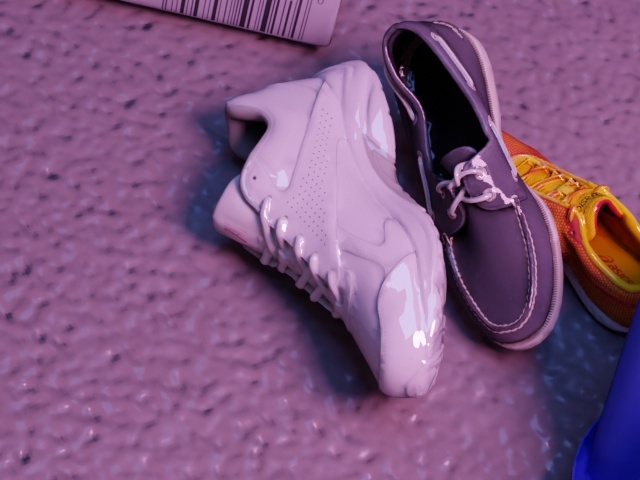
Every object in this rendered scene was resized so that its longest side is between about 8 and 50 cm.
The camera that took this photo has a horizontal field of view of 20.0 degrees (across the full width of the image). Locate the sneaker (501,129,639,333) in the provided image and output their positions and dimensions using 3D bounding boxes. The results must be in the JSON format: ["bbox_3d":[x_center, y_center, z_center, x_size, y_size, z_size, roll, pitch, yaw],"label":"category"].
[{"bbox_3d":[0.144,-0.022,1.077,0.175,0.067,0.064,39,58,17],"label":"sneaker"}]

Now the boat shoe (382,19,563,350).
[{"bbox_3d":[0.079,-0.035,1.043,0.065,0.075,0.206,16,54,-55],"label":"boat shoe"}]

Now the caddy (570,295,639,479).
[{"bbox_3d":[0.303,0.116,0.951,0.341,0.179,0.241,-1,31,-14],"label":"caddy"}]

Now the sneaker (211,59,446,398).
[{"bbox_3d":[0.000,0.000,1.027,0.115,0.090,0.232,-9,48,-11],"label":"sneaker"}]

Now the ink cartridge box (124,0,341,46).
[{"bbox_3d":[-0.124,-0.295,1.212,0.324,0.071,0.330,12,51,-2],"label":"ink cartridge box"}]
